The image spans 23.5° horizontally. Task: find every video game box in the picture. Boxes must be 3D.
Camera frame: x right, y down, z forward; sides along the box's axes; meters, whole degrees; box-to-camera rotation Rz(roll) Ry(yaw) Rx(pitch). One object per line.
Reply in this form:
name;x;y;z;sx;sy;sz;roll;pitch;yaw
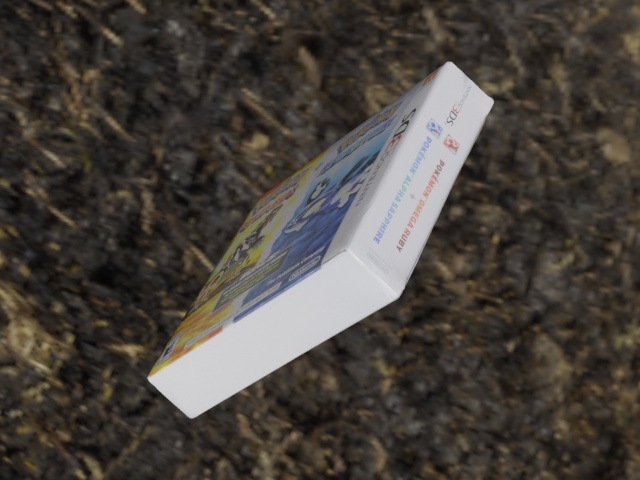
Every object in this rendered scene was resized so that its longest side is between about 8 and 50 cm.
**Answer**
video game box;0.000;0.000;0.948;0.048;0.205;0.187;45;44;-12
